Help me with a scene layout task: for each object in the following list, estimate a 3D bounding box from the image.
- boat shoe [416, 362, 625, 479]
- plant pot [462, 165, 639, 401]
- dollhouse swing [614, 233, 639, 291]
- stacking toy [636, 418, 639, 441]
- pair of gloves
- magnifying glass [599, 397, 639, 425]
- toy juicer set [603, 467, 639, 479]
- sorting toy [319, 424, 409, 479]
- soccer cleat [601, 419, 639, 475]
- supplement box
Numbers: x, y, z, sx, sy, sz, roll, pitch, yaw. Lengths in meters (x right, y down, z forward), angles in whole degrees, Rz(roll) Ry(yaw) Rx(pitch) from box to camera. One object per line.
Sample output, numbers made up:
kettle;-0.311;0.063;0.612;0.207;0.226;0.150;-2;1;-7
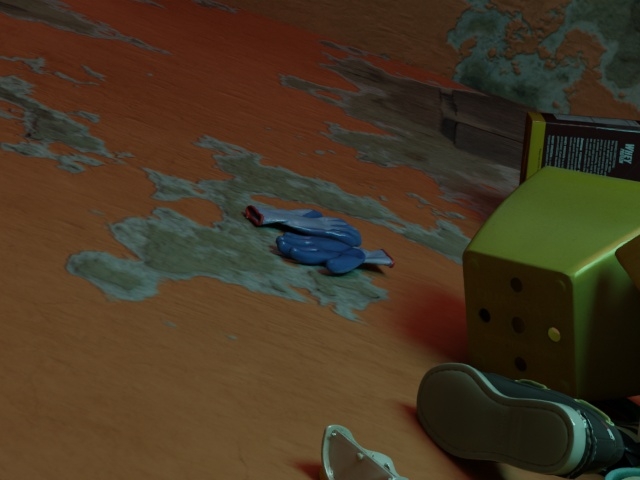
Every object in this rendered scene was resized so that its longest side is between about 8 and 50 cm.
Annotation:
boat shoe;0.170;0.162;1.153;0.069;0.081;0.228;11;2;-31
plant pot;0.267;0.060;1.380;0.187;0.212;0.212;-23;26;-38
dollhouse swing;0.519;0.103;1.171;0.347;0.315;0.304;5;62;-31
stacking toy;0.367;0.223;0.917;0.280;0.130;0.309;7;3;4
pair of gloves;0.000;0.000;1.623;0.159;0.023;0.198;8;19;-26
magnifying glass;0.351;0.203;1.351;0.231;0.026;0.092;27;19;24
toy juicer set;0.326;0.251;1.069;0.209;0.089;0.329;30;20;34
sorting toy;0.047;0.190;1.055;0.075;0.044;0.083;12;16;-45
soccer cleat;0.306;0.205;1.259;0.179;0.060;0.072;5;30;-19
supplement box;0.396;-0.083;1.924;0.194;0.191;0.129;5;13;5
